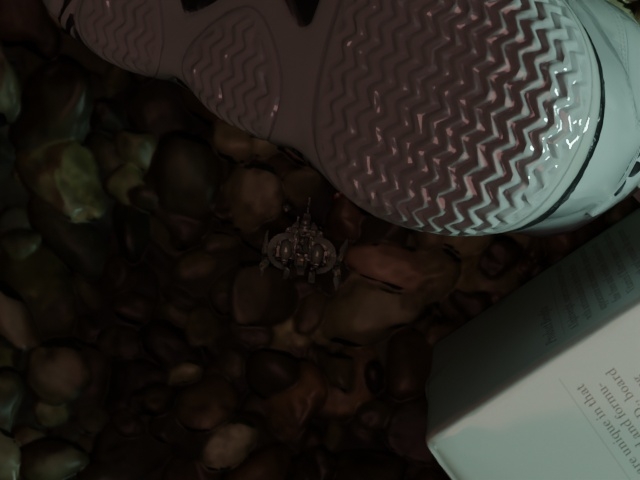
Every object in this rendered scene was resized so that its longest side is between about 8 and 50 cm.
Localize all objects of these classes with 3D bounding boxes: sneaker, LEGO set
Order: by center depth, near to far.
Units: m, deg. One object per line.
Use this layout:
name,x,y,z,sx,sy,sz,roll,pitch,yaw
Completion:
sneaker,0.015,-0.108,0.667,0.366,0.210,0.137,37,105,33
LEGO set,-0.001,-0.003,0.741,0.054,0.023,0.083,39,103,-2

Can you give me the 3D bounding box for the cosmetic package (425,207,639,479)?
cosmetic package,0.167,0.083,0.675,0.183,0.151,0.151,-35,96,13
